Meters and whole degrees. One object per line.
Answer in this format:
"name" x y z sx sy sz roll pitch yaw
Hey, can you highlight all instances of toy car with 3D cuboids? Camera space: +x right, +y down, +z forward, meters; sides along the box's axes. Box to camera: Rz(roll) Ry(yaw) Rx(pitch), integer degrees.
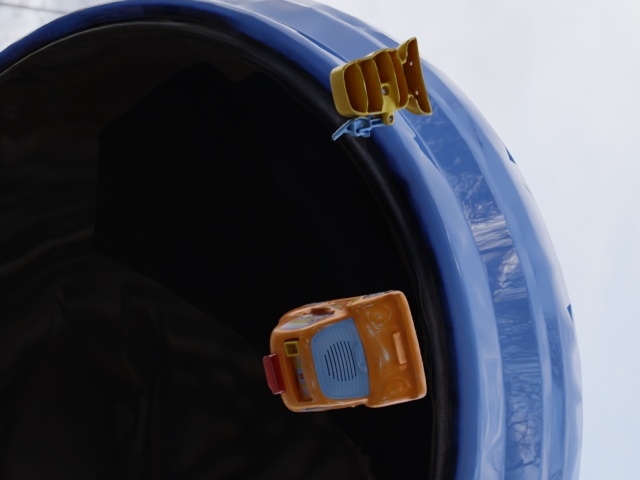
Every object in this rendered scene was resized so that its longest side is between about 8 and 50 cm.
"toy car" 0.000 0.000 0.508 0.060 0.041 0.122 17 -65 50

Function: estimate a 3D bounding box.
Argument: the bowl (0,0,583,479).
"bowl" -0.073 0.074 0.774 0.391 0.077 0.391 -3 -96 34
